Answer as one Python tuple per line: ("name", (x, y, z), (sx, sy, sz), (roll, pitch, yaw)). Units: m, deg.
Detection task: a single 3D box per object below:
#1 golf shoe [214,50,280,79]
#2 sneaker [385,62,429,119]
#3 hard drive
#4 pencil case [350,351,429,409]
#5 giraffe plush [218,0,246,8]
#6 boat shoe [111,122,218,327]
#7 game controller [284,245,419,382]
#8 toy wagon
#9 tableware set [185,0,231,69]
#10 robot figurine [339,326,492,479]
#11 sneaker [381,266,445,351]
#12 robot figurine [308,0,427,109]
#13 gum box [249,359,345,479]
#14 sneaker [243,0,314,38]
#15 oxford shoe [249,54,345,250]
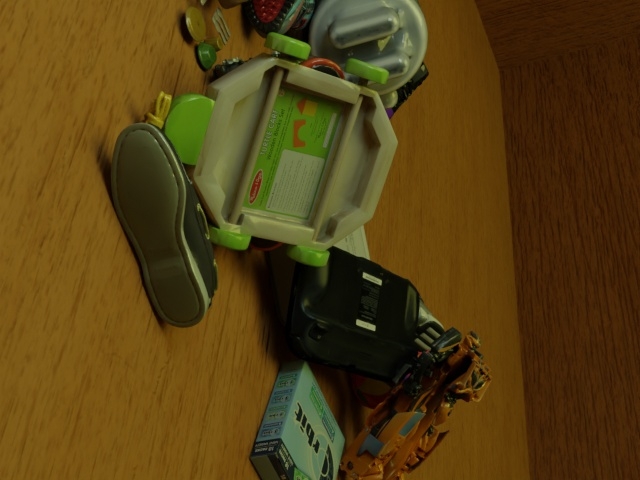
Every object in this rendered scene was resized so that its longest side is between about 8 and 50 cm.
("golf shoe", (-0.063, -0.203, 1.396), (0.273, 0.105, 0.120), (-1, 85, -70))
("sneaker", (0.145, -0.322, 1.962), (0.293, 0.146, 0.102), (-80, 150, -48))
("hard drive", (0.000, 0.000, 1.524), (0.353, 0.047, 0.233), (-4, 82, -71))
("pencil case", (0.126, 0.213, 1.666), (0.236, 0.104, 0.104), (-41, 117, -68))
("giraffe plush", (-0.101, -0.447, 1.338), (0.170, 0.181, 0.210), (58, 6, -26))
("boat shoe", (-0.165, -0.021, 1.045), (0.068, 0.081, 0.227), (-59, 140, -66))
("game controller", (0.055, 0.109, 1.412), (0.319, 0.067, 0.166), (25, 61, -53))
("toy wagon", (-0.064, -0.118, 1.195), (0.344, 0.068, 0.267), (12, 101, -31))
("tableware set", (-0.169, -0.309, 1.285), (0.104, 0.024, 0.154), (-73, 147, -48))
("robot figurine", (0.161, 0.267, 1.507), (0.085, 0.291, 0.211), (40, -1, 31))
("sneaker", (0.112, 0.090, 1.630), (0.228, 0.086, 0.132), (45, 12, -36))
("robot figurine", (0.079, -0.375, 1.692), (0.353, 0.200, 0.299), (-91, 168, -62))
("gum box", (-0.026, 0.278, 1.295), (0.184, 0.041, 0.157), (-73, 144, -56))
("sneaker", (-0.045, -0.384, 1.548), (0.261, 0.104, 0.125), (-80, 153, -47))
("oxford shoe", (-0.044, -0.118, 1.311), (0.271, 0.097, 0.098), (-68, -153, 9))
